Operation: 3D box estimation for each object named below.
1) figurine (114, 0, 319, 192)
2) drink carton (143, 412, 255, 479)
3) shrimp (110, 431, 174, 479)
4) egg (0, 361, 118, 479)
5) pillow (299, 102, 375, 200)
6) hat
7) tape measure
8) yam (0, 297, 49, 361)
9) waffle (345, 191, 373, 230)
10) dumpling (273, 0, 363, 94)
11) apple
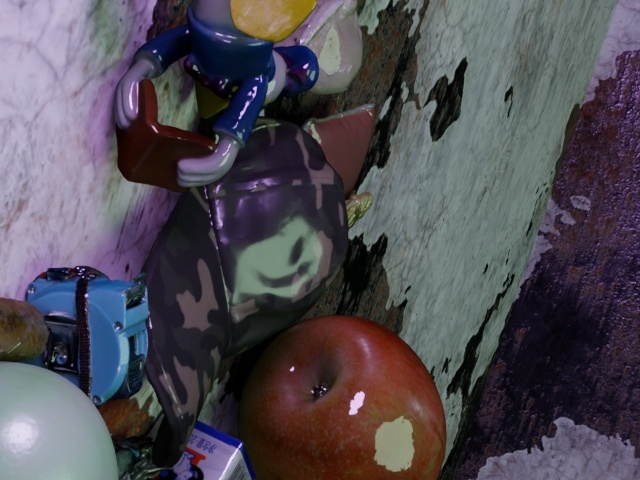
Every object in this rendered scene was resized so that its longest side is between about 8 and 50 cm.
[{"bbox_3d":[-0.085,-0.166,1.119,0.283,0.205,0.338,-60,164,9],"label":"figurine"},{"bbox_3d":[-0.219,0.379,1.396,0.315,0.131,0.106,-56,154,-29],"label":"drink carton"},{"bbox_3d":[-0.244,0.279,1.315,0.174,0.082,0.076,-38,149,-40],"label":"shrimp"},{"bbox_3d":[-0.288,0.233,0.965,0.269,0.220,0.220,-58,161,14],"label":"egg"},{"bbox_3d":[0.000,-0.107,1.535,0.179,0.075,0.171,-26,139,-56],"label":"pillow"},{"bbox_3d":[-0.081,0.073,1.295,0.381,0.258,0.366,-99,-174,-46],"label":"hat"},{"bbox_3d":[-0.235,0.096,1.097,0.081,0.125,0.146,-28,121,-71],"label":"tape measure"},{"bbox_3d":[-0.335,0.074,0.924,0.317,0.071,0.067,11,92,-70],"label":"yam"},{"bbox_3d":[0.000,0.000,1.589,0.183,0.036,0.169,-45,171,34],"label":"waffle"},{"bbox_3d":[0.000,-0.249,1.364,0.199,0.118,0.136,-66,178,-86],"label":"dumpling"},{"bbox_3d":[0.026,0.268,1.638,0.277,0.319,0.319,45,67,-45],"label":"apple"}]
